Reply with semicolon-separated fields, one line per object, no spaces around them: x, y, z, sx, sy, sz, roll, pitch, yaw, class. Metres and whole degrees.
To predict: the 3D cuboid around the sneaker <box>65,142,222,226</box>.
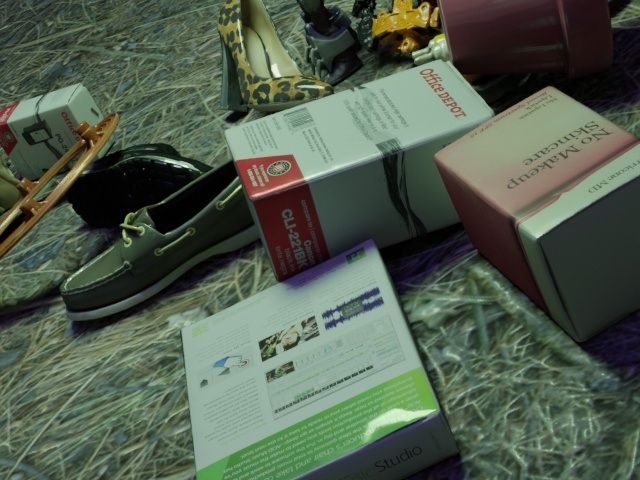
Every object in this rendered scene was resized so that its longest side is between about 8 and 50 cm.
-0.216;-0.094;1.777;0.283;0.107;0.124;2;35;42;sneaker

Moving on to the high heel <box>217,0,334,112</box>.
-0.063;-0.270;1.835;0.093;0.186;0.261;0;5;-37;high heel

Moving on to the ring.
-0.399;-0.058;1.825;0.336;0.032;0.336;-43;15;14;ring

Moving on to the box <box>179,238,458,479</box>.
-0.014;0.139;1.282;0.232;0.058;0.322;-25;28;5;box

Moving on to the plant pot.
0.230;-0.274;1.550;0.180;0.201;0.201;-13;31;5;plant pot

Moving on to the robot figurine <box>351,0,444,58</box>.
0.145;-0.386;1.834;0.211;0.085;0.290;-2;77;41;robot figurine

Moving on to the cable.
0.260;-0.261;1.664;0.287;0.072;0.139;-28;35;-1;cable

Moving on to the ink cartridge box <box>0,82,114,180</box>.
-0.409;-0.164;2.041;0.151;0.109;0.063;-13;31;25;ink cartridge box

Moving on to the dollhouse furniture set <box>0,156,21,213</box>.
-0.531;-0.047;2.015;0.161;0.101;0.182;-54;31;4;dollhouse furniture set

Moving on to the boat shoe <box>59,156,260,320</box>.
-0.190;-0.006;1.622;0.305;0.091;0.109;-28;29;0;boat shoe

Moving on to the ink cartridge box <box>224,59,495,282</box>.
0.050;-0.083;1.478;0.273;0.114;0.197;-19;29;-3;ink cartridge box

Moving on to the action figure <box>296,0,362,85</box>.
-0.031;-0.359;1.846;0.099;0.285;0.185;-29;28;0;action figure

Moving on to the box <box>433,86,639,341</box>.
0.233;-0.033;1.269;0.149;0.126;0.232;-31;29;-6;box
